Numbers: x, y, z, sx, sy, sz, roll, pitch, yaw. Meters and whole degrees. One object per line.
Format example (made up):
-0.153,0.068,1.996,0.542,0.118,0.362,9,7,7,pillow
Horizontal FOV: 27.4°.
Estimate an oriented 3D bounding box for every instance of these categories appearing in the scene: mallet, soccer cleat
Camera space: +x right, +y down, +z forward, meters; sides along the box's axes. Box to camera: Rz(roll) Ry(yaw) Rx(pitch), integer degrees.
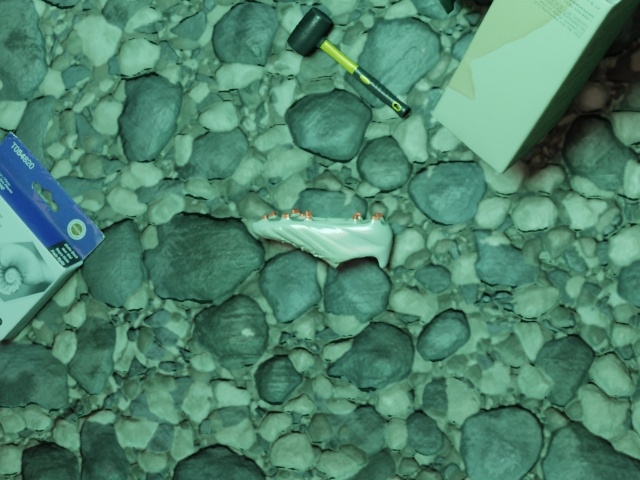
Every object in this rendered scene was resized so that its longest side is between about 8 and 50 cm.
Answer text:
0.046,-0.237,1.736,0.189,0.039,0.062,34,108,8,mallet
0.000,0.000,1.759,0.196,0.068,0.076,3,99,15,soccer cleat

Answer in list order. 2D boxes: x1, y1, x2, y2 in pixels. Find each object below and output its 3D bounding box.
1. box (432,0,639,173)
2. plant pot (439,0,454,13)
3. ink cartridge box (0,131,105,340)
0.261,-0.234,1.524,0.121,0.148,0.311,41,144,11,box
0.213,-0.491,1.516,0.334,0.341,0.341,-27,87,10,plant pot
-0.461,-0.006,1.920,0.223,0.045,0.224,47,107,9,ink cartridge box
